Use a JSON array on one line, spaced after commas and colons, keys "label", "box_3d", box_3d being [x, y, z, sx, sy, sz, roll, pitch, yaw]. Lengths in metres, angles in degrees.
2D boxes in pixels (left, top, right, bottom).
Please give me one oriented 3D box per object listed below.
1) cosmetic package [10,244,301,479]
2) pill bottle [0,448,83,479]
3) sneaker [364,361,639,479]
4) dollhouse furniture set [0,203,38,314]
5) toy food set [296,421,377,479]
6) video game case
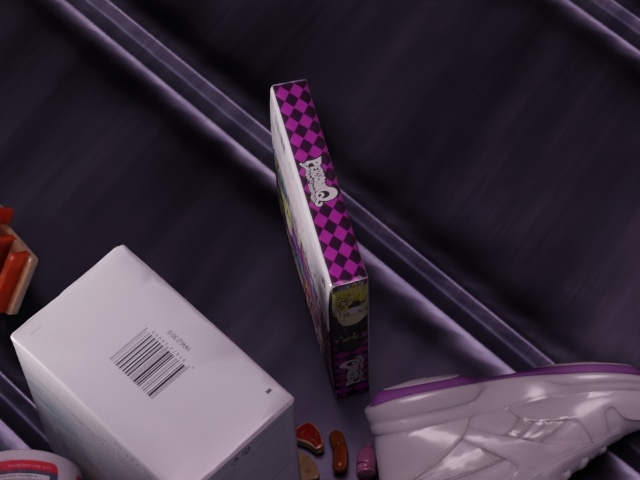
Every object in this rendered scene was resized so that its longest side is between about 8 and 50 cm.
[{"label": "cosmetic package", "box_3d": [-0.140, 0.166, 1.766, 0.138, 0.225, 0.224, -41, 64, -19]}, {"label": "pill bottle", "box_3d": [-0.266, 0.288, 1.761, 0.108, 0.108, 0.180, -3, 57, 0]}, {"label": "sneaker", "box_3d": [0.195, 0.191, 1.828, 0.305, 0.114, 0.152, -6, 85, -9]}, {"label": "dollhouse furniture set", "box_3d": [-0.413, 0.007, 1.870, 0.259, 0.262, 0.135, -1, 36, -44]}, {"label": "toy food set", "box_3d": [0.013, 0.211, 1.855, 0.122, 0.019, 0.078, 33, 64, 29]}, {"label": "video game case", "box_3d": [0.000, 0.000, 1.876, 0.042, 0.210, 0.232, -13, 57, -7]}]
